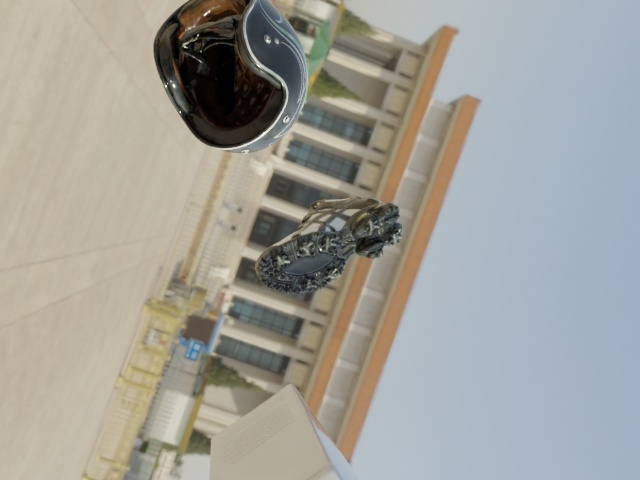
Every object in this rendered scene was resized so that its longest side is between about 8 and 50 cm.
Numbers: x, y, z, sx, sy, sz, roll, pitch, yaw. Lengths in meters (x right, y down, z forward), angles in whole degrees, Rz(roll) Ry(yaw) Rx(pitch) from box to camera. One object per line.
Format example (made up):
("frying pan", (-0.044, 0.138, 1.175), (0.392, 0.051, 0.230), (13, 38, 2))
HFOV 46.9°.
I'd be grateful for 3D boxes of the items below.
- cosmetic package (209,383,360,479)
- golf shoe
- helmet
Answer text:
("cosmetic package", (-0.018, 0.354, 0.943), (0.161, 0.230, 0.453), (-35, -175, -6))
("golf shoe", (0.000, 0.000, 0.876), (0.094, 0.198, 0.077), (34, -45, 47))
("helmet", (-0.091, -0.185, 0.828), (0.161, 0.169, 0.169), (59, 33, -40))
